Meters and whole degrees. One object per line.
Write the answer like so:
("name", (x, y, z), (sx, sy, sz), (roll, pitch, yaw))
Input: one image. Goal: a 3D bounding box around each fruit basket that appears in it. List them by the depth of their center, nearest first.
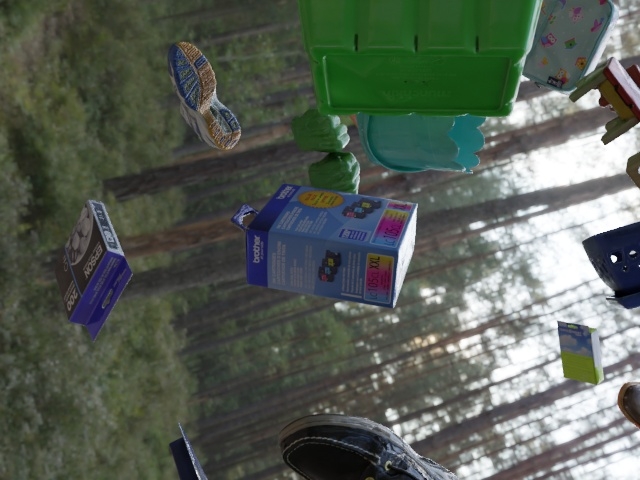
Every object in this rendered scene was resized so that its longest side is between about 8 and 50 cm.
("fruit basket", (0.143, -0.387, 1.195), (0.283, 0.392, 0.392), (79, -10, -65))

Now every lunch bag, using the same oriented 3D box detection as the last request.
("lunch bag", (0.649, -0.542, 2.205), (0.224, 0.108, 0.279), (30, -74, 22))

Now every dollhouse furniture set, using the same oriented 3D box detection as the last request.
("dollhouse furniture set", (0.579, -0.157, 1.292), (0.152, 0.201, 0.374), (-33, -80, 37))

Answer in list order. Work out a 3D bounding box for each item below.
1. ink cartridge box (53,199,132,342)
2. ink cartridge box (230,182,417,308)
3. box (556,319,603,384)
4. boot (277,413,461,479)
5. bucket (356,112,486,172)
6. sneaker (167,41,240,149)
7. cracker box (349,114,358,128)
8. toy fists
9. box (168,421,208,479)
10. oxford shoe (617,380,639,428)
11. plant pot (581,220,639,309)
("ink cartridge box", (-0.464, 0.063, 1.646), (0.206, 0.045, 0.208), (-55, -131, 28))
("ink cartridge box", (0.000, 0.000, 1.828), (0.270, 0.395, 0.151), (-60, 154, -60))
("box", (0.722, 0.305, 2.273), (0.109, 0.042, 0.178), (6, -67, 50))
("boot", (0.097, 0.448, 1.243), (0.138, 0.377, 0.284), (-41, -152, 28))
("bucket", (0.188, -0.256, 1.489), (0.281, 0.183, 0.281), (2, 90, -66))
("sneaker", (-0.314, -0.348, 2.003), (0.131, 0.112, 0.296), (15, -41, 44))
("cracker box", (0.175, -0.317, 1.909), (0.156, 0.232, 0.067), (57, -36, 2))
("toy fists", (0.029, -0.243, 2.289), (0.142, 0.096, 0.279), (0, -60, 39))
("box", (-0.187, 0.408, 1.293), (0.136, 0.036, 0.225), (-130, -159, -57))
("oxford shoe", (0.963, 0.476, 2.195), (0.130, 0.363, 0.133), (-68, -164, -9))
("plant pot", (0.840, 0.059, 2.131), (0.236, 0.236, 0.212), (21, 53, -80))
